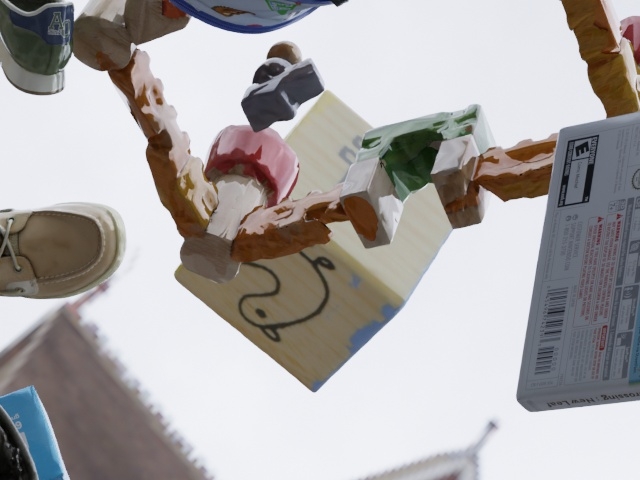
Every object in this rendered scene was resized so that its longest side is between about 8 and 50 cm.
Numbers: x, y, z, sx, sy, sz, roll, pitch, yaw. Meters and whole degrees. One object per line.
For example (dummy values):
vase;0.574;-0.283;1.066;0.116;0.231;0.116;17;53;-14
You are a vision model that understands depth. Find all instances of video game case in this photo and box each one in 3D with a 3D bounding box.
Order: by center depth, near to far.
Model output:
video game case;0.225;0.003;1.209;0.193;0.212;0.023;-11;-37;36

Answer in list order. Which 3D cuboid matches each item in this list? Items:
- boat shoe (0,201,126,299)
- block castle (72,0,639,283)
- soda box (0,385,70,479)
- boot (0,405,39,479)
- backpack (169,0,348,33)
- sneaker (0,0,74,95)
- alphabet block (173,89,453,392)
boat shoe;-0.359;0.015;2.172;0.302;0.098;0.109;-6;-95;31
block castle;0.050;-0.169;1.537;0.453;0.213;0.303;-14;-60;24
soda box;-0.263;0.168;1.189;0.067;0.210;0.071;84;-16;-58
boot;-0.191;0.111;0.840;0.208;0.076;0.190;-50;-126;56
backpack;-0.059;-0.268;1.251;0.263;0.276;0.213;41;-17;-10
sneaker;-0.243;-0.204;1.477;0.192;0.064;0.086;52;-43;31
alphabet block;0.000;0.000;1.972;0.197;0.193;0.192;39;-47;-3
